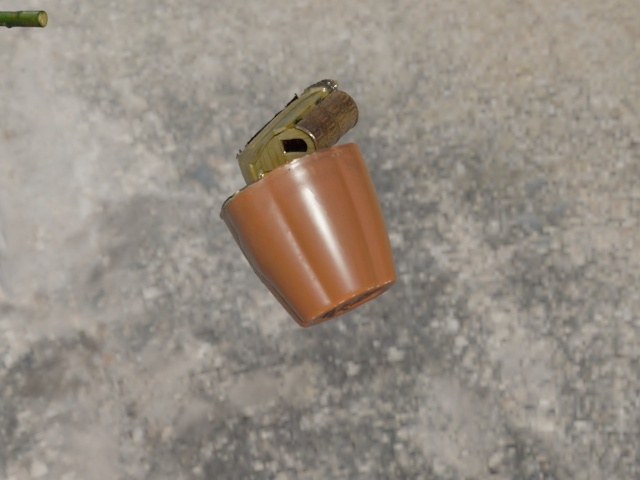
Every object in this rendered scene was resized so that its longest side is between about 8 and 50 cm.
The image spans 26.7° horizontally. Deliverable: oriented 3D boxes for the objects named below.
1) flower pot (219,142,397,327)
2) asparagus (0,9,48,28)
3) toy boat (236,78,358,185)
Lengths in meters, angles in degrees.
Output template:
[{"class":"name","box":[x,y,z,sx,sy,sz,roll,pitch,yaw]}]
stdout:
[{"class":"flower pot","box":[0.000,0.000,1.595,0.191,0.190,0.173,-24,80,-20]},{"class":"asparagus","box":[-0.293,-0.196,1.187,0.127,0.018,0.015,6,64,27]},{"class":"toy boat","box":[-0.024,-0.129,1.651,0.088,0.068,0.226,-2,29,34]}]
